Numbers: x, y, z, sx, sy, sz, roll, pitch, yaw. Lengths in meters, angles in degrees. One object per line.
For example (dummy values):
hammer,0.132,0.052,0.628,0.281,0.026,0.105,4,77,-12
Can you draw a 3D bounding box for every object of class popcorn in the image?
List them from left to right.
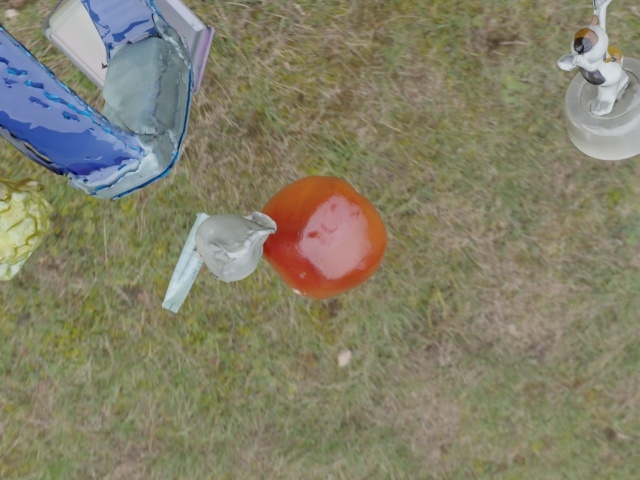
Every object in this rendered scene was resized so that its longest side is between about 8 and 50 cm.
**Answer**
popcorn,-0.557,-0.034,1.677,0.185,0.187,0.167,25,63,-31

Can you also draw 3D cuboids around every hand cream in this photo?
hand cream,-0.260,0.045,1.966,0.049,0.078,0.205,21,82,16

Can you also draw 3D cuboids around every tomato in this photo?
tomato,0.002,0.003,1.874,0.260,0.259,0.180,46,51,-17

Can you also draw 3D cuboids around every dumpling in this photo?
dumpling,-0.133,0.003,1.569,0.127,0.188,0.108,-26,103,-19

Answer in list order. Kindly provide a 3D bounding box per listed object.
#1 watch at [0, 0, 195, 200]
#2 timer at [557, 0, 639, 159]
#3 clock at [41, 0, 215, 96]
watch,-0.182,-0.183,0.622,0.068,0.276,0.274,-22,138,24
timer,0.457,-0.269,1.594,0.175,0.175,0.266,-42,143,2
clock,-0.186,-0.213,0.995,0.071,0.192,0.147,-36,116,20
